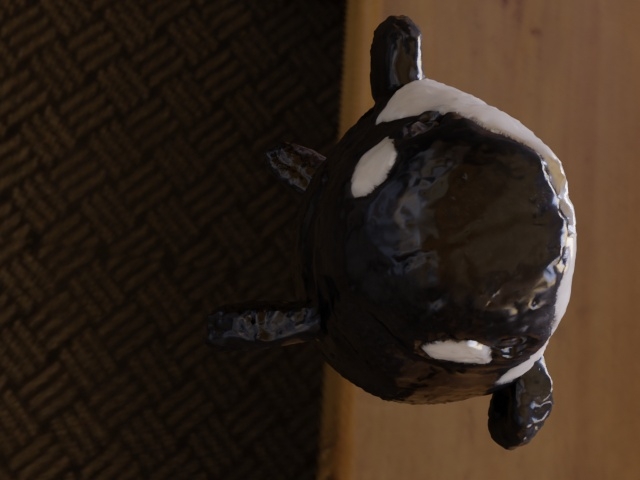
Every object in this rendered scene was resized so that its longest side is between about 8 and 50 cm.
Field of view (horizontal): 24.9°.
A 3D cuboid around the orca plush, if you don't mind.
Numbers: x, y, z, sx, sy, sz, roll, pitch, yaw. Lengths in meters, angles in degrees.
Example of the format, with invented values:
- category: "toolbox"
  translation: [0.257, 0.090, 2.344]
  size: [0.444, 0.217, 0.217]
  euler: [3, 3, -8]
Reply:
- category: "orca plush"
  translation: [0.000, 0.000, 0.526]
  size: [0.102, 0.287, 0.151]
  euler: [-16, 107, -8]
